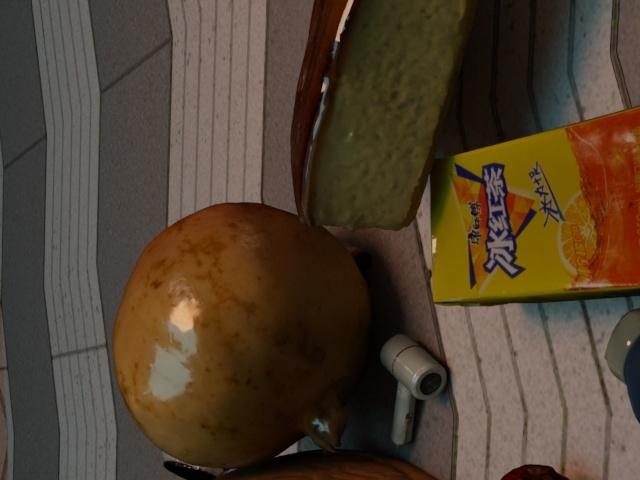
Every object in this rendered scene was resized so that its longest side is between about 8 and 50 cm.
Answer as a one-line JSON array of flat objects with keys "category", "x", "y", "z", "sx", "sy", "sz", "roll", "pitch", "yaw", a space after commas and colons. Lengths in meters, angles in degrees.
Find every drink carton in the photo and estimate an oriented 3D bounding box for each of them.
[{"category": "drink carton", "x": 0.231, "y": -0.022, "z": 1.205, "sx": 0.351, "sy": 0.111, "sz": 0.154, "roll": -10, "pitch": 80, "yaw": 62}]

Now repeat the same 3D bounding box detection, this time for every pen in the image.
[{"category": "pen", "x": 0.000, "y": 0.000, "z": 1.746, "sx": 0.239, "sy": 0.028, "sz": 0.028, "roll": 27, "pitch": 114, "yaw": 60}]

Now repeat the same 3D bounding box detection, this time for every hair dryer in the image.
[{"category": "hair dryer", "x": 0.103, "y": 0.187, "z": 1.535, "sx": 0.082, "sy": 0.047, "sz": 0.137, "roll": 43, "pitch": 134, "yaw": 54}]

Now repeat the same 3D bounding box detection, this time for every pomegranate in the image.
[{"category": "pomegranate", "x": -0.079, "y": 0.126, "z": 1.606, "sx": 0.342, "sy": 0.343, "sz": 0.342, "roll": 1, "pitch": 91, "yaw": 63}]

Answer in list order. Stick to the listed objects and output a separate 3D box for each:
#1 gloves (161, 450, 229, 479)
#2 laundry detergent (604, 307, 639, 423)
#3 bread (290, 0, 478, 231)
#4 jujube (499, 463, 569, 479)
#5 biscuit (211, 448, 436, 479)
[{"category": "gloves", "x": -0.160, "y": 0.249, "z": 1.983, "sx": 0.140, "sy": 0.131, "sz": 0.218, "roll": -35, "pitch": 29, "yaw": 62}, {"category": "laundry detergent", "x": 0.323, "y": 0.132, "z": 1.047, "sx": 0.290, "sy": 0.094, "sz": 0.143, "roll": 42, "pitch": 131, "yaw": 55}, {"category": "bread", "x": 0.058, "y": -0.208, "z": 1.399, "sx": 0.333, "sy": 0.143, "sz": 0.323, "roll": -92, "pitch": 14, "yaw": -66}, {"category": "jujube", "x": 0.205, "y": 0.303, "z": 1.278, "sx": 0.112, "sy": 0.109, "sz": 0.176, "roll": -65, "pitch": -16, "yaw": -59}, {"category": "biscuit", "x": -0.037, "y": 0.319, "z": 1.458, "sx": 0.385, "sy": 0.365, "sz": 0.062, "roll": -157, "pitch": 56, "yaw": -68}]
